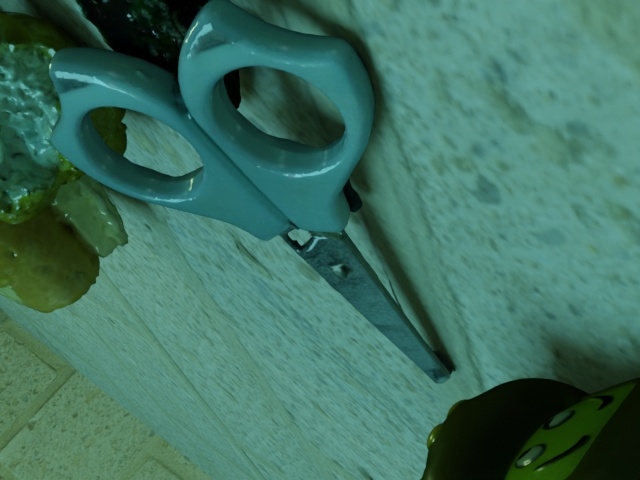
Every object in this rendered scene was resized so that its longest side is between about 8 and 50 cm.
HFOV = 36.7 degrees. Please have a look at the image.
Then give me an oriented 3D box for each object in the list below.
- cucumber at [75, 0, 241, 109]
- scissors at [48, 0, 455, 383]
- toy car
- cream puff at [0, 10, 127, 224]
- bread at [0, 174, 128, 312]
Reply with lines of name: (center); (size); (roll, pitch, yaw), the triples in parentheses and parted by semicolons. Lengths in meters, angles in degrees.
cucumber: (-0.104, -0.148, 0.464); (0.067, 0.067, 0.293); (27, 156, 37)
scissors: (0.000, -0.001, 0.577); (0.191, 0.029, 0.360); (-11, 142, 31)
toy car: (0.162, 0.158, 0.482); (0.248, 0.204, 0.198); (31, 135, 25)
cream puff: (-0.213, -0.089, 0.710); (0.156, 0.156, 0.121); (48, -169, -17)
bread: (-0.350, -0.112, 0.863); (0.236, 0.165, 0.375); (25, 156, 45)
